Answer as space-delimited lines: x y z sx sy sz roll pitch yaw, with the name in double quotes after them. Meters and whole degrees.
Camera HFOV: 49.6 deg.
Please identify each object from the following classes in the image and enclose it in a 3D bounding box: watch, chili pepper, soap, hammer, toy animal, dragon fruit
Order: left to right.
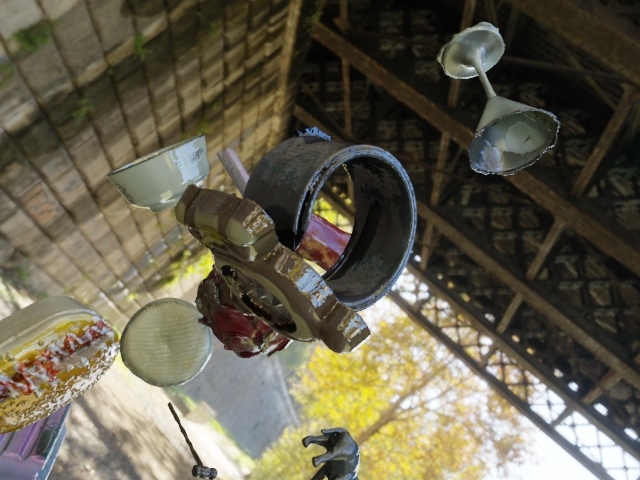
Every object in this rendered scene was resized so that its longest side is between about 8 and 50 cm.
-0.665 0.397 1.547 0.193 0.109 0.324 13 27 -8 "soap"
-0.325 0.480 1.688 0.058 0.029 0.292 27 7 -36 "hammer"
-0.165 0.159 1.877 0.329 0.329 0.329 43 -16 16 "dragon fruit"
-0.007 -0.032 1.140 0.314 0.327 0.335 15 -34 49 "watch"
0.000 0.000 1.588 0.387 0.110 0.110 32 -3 -39 "chili pepper"
0.034 0.540 1.556 0.082 0.137 0.269 19 -57 61 "toy animal"

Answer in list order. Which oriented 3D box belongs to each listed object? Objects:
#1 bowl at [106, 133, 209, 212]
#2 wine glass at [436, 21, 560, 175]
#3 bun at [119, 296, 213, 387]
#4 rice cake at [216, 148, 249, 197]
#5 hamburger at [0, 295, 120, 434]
-0.353 -0.145 1.585 0.238 0.238 0.126 8 -57 67 "bowl"
0.222 -0.190 0.900 0.122 0.122 0.183 74 3 -58 "wine glass"
-0.466 0.311 2.137 0.287 0.287 0.146 48 3 0 "bun"
-0.251 -0.174 2.391 0.365 0.056 0.073 59 10 10 "rice cake"
-0.497 0.228 1.210 0.151 0.295 0.227 40 -33 23 "hamburger"
